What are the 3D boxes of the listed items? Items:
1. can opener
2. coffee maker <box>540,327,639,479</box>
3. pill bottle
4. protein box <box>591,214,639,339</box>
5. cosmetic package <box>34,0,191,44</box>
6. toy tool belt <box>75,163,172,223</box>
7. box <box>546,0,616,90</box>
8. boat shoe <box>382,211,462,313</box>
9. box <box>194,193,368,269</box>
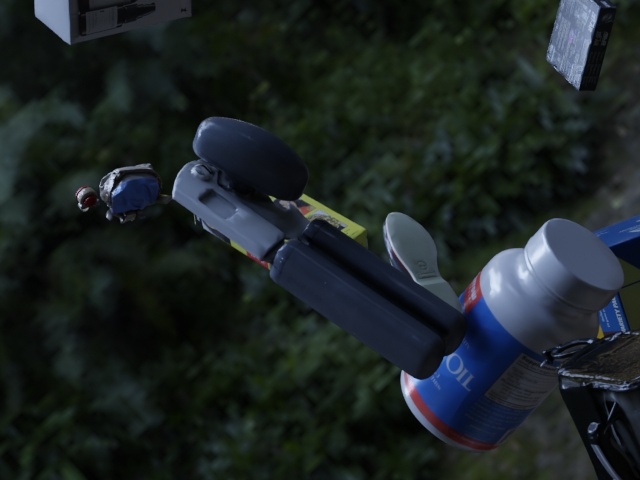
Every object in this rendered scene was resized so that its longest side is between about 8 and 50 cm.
[{"bbox_3d":[0.000,0.000,1.613,0.076,0.283,0.095,-41,-20,-44],"label":"can opener"},{"bbox_3d":[0.281,0.170,1.621,0.120,0.178,0.171,-23,12,-2],"label":"coffee maker"},{"bbox_3d":[0.181,0.086,1.798,0.221,0.124,0.124,-53,-10,31],"label":"pill bottle"},{"bbox_3d":[0.357,0.048,2.094,0.200,0.136,0.201,-19,3,-21],"label":"protein box"},{"bbox_3d":[-0.139,-0.256,1.283,0.099,0.060,0.239,-19,-53,-29],"label":"cosmetic package"},{"bbox_3d":[-0.191,-0.042,1.881,0.083,0.051,0.052,-20,-43,-25],"label":"toy tool belt"},{"bbox_3d":[0.234,-0.186,1.736,0.018,0.067,0.083,-3,-59,-23],"label":"box"},{"bbox_3d":[0.088,0.034,1.782,0.049,0.137,0.043,-4,-39,-31],"label":"boat shoe"},{"bbox_3d":[-0.046,-0.014,2.117,0.058,0.232,0.087,-32,-43,-32],"label":"box"}]
